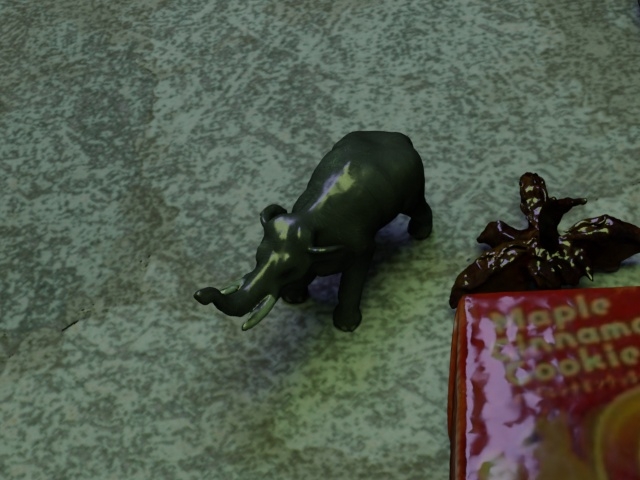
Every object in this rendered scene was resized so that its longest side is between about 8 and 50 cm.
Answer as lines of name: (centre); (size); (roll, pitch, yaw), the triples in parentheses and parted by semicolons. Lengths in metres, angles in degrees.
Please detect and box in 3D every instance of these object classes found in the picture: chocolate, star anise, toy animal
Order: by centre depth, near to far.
chocolate: (0.200, 0.138, 0.824); (0.238, 0.108, 0.234); (-3, 48, 13)
star anise: (0.173, -0.018, 0.945); (0.141, 0.144, 0.158); (22, 59, 38)
toy animal: (-0.001, 0.008, 0.966); (0.082, 0.137, 0.269); (28, 53, 28)

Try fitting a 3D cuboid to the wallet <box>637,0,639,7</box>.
wallet: (0.380, -0.220, 1.132); (0.153, 0.038, 0.118); (-4, 53, 6)
